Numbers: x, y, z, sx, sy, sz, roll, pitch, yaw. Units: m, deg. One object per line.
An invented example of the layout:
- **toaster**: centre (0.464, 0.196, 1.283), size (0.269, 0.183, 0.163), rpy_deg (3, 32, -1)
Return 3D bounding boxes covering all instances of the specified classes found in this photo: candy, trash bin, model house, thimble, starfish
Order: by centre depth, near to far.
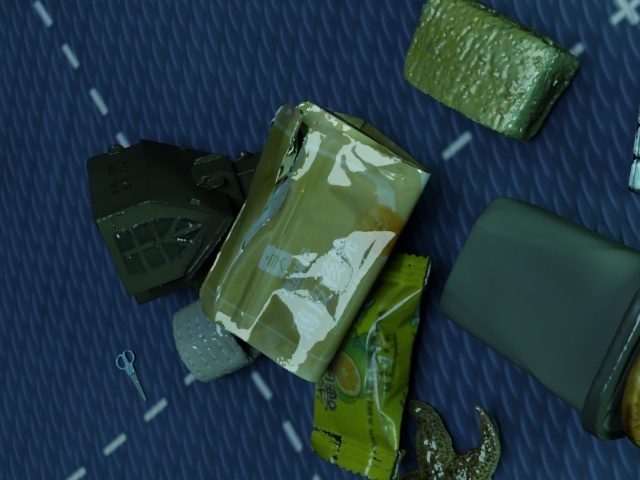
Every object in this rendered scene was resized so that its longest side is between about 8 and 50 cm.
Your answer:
- **trash bin**: centre (0.294, 0.077, 1.644), size (0.250, 0.219, 0.220), rpy_deg (31, 100, 34)
- **starfish**: centre (0.153, 0.318, 1.787), size (0.236, 0.062, 0.277), rpy_deg (-47, 58, 20)
- **candy**: centre (0.062, 0.156, 1.830), size (0.187, 0.081, 0.297), rpy_deg (12, 91, 52)
- **model house**: centre (-0.171, -0.036, 1.943), size (0.243, 0.211, 0.204), rpy_deg (-21, 120, -1)
- **thimble**: centre (-0.141, 0.129, 1.943), size (0.090, 0.102, 0.115), rpy_deg (-28, 87, 22)

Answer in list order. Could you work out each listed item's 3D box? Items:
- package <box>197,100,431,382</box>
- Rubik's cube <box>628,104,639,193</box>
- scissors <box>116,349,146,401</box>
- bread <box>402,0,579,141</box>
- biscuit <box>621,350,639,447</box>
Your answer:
- **package**: centre (-0.028, -0.011, 1.813), size (0.311, 0.165, 0.221), rpy_deg (-62, 35, 14)
- **Rubik's cube**: centre (0.452, -0.117, 1.603), size (0.154, 0.151, 0.155), rpy_deg (7, 89, 28)
- **scissors**: centre (-0.274, 0.200, 2.065), size (0.036, 0.006, 0.083), rpy_deg (-36, 71, 24)
- **bread**: centre (0.209, -0.221, 1.772), size (0.196, 0.102, 0.138), rpy_deg (32, 99, 30)
- **biscuit**: centre (0.389, 0.167, 1.569), size (0.144, 0.224, 0.033), rpy_deg (-52, 50, -1)
